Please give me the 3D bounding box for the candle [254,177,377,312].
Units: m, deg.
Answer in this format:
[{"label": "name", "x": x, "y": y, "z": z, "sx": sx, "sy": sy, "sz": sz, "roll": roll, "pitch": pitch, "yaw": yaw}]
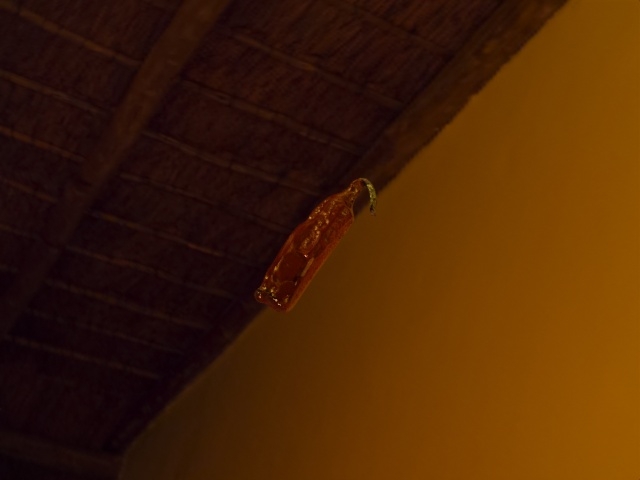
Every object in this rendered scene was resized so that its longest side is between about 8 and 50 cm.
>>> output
[{"label": "candle", "x": 0.000, "y": 0.000, "z": 0.966, "sx": 0.162, "sy": 0.048, "sz": 0.053, "roll": -54, "pitch": -49, "yaw": -19}]
